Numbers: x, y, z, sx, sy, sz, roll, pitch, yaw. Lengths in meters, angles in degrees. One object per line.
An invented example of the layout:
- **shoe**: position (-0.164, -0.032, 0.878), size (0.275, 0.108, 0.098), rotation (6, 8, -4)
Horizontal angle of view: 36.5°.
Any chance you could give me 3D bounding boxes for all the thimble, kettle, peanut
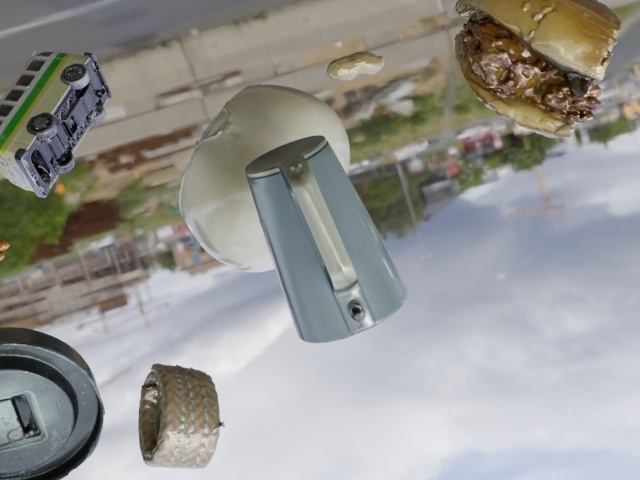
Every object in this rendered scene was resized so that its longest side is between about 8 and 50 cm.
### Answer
- **thimble**: position (-0.317, 0.398, 2.175), size (0.148, 0.196, 0.229), rotation (12, -148, -27)
- **kettle**: position (0.000, 0.000, 1.242), size (0.159, 0.243, 0.210), rotation (-23, -162, 2)
- **peanut**: position (0.049, -0.243, 1.348), size (0.083, 0.037, 0.037), rotation (-11, -176, -5)

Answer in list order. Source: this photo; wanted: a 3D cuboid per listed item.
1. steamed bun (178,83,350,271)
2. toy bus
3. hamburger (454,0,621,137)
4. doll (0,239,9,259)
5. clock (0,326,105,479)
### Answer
- **steamed bun**: position (-0.075, -0.094, 1.602), size (0.206, 0.324, 0.324), rotation (30, -160, 14)
- **toy bus**: position (-0.596, -0.258, 2.065), size (0.179, 0.305, 0.143), rotation (15, 150, 16)
- **hamburger**: position (0.230, -0.220, 1.091), size (0.245, 0.155, 0.282), rotation (-1, -147, -45)
- **doll**: position (-0.687, 0.000, 1.799), size (0.220, 0.135, 0.143), rotation (24, -152, 22)
- **clock**: position (-0.635, 0.348, 1.967), size (0.386, 0.386, 0.076), rotation (-18, -149, -7)
